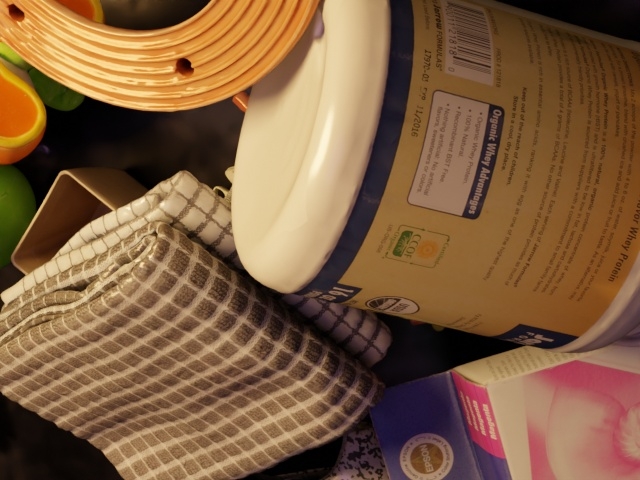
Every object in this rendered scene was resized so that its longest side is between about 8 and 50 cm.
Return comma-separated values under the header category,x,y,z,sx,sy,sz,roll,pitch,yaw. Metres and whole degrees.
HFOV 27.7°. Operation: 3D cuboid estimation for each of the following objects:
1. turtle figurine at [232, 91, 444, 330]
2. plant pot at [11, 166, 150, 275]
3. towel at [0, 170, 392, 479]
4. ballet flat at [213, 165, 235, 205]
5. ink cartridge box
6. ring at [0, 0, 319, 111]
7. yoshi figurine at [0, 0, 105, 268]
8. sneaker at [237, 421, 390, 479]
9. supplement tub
category,x,y,z,sx,sy,sz,roll,pitch,yaw
turtle figurine,0.000,0.000,1.085,0.269,0.087,0.217,36,127,-12
plant pot,-0.187,-0.002,1.150,0.109,0.096,0.109,38,115,5
towel,-0.119,0.093,1.025,0.235,0.121,0.283,35,136,-27
ballet flat,-0.074,-0.041,1.129,0.041,0.041,0.114,40,116,4
ink cartridge box,0.237,0.230,1.031,0.330,0.071,0.324,-17,103,1
ring,-0.139,-0.239,0.829,0.336,0.032,0.337,16,128,22
yoshi figurine,-0.284,-0.075,1.102,0.362,0.203,0.203,-30,72,55
sneaker,-0.077,0.274,1.195,0.410,0.158,0.182,-22,89,18
supplement tub,0.118,-0.048,0.896,0.316,0.228,0.228,13,116,-17
